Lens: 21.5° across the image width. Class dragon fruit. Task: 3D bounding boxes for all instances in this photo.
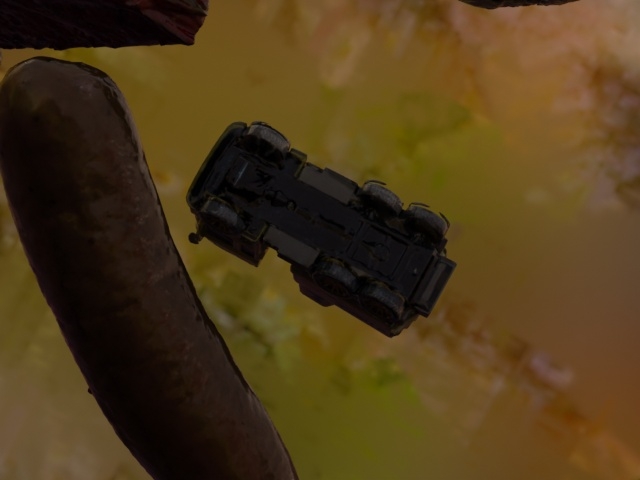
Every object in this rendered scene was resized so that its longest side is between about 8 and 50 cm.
[{"bbox_3d":[-0.248,-0.302,1.600,0.317,0.205,0.152,2,-26,34],"label":"dragon fruit"}]

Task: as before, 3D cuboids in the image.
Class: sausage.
[{"bbox_3d":[-0.153,0.073,1.461,0.501,0.136,0.123,67,-8,-17],"label":"sausage"}]

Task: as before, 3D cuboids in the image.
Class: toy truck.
[{"bbox_3d":[0.000,0.000,1.732,0.272,0.124,0.157,28,-22,6],"label":"toy truck"}]

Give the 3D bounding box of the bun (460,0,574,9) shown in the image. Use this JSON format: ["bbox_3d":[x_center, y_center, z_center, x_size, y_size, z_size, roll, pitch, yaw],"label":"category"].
[{"bbox_3d":[0.197,-0.310,1.574,0.259,0.259,0.152,27,46,-21],"label":"bun"}]

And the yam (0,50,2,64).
[{"bbox_3d":[-0.497,-0.222,2.347,0.061,0.061,0.274,28,21,-7],"label":"yam"}]
